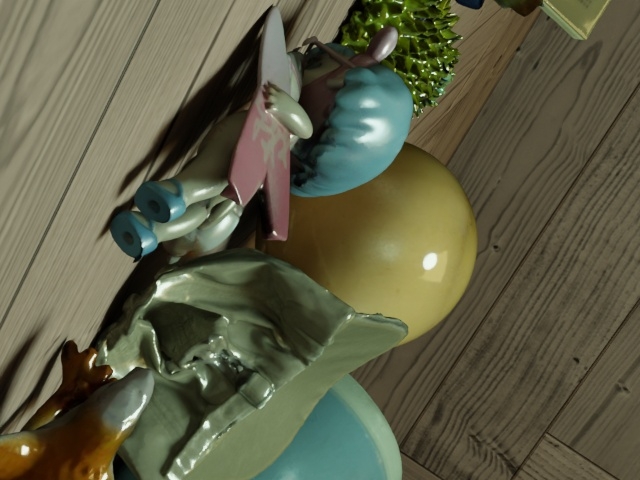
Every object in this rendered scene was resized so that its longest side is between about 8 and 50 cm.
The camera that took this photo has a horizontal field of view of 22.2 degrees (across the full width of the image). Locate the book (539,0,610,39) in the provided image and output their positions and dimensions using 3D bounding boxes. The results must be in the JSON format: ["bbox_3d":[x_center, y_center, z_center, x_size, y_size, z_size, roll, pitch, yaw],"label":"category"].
[{"bbox_3d":[0.260,-0.366,1.481,0.310,0.217,0.021,-56,-142,-2],"label":"book"}]

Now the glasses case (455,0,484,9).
[{"bbox_3d":[0.173,-0.286,1.854,0.083,0.033,0.023,80,33,-82],"label":"glasses case"}]

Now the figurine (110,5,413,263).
[{"bbox_3d":[-0.039,-0.041,1.084,0.260,0.103,0.205,-36,159,-47],"label":"figurine"}]

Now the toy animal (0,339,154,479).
[{"bbox_3d":[-0.202,0.212,1.022,0.284,0.225,0.302,-37,-158,43],"label":"toy animal"}]

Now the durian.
[{"bbox_3d":[0.068,-0.159,1.388,0.137,0.095,0.220,-54,167,-33],"label":"durian"}]

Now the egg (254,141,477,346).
[{"bbox_3d":[0.045,0.002,1.476,0.201,0.201,0.244,-55,-163,-16],"label":"egg"}]

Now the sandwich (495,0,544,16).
[{"bbox_3d":[0.126,-0.282,0.892,0.198,0.155,0.227,-55,174,-34],"label":"sandwich"}]

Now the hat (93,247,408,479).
[{"bbox_3d":[-0.061,0.087,1.251,0.214,0.149,0.245,-43,173,11],"label":"hat"}]

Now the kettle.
[{"bbox_3d":[-0.132,0.297,1.679,0.319,0.247,0.342,-24,-166,49],"label":"kettle"}]
